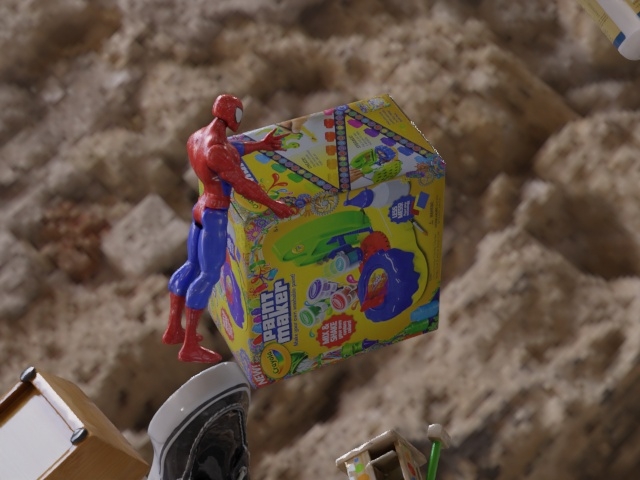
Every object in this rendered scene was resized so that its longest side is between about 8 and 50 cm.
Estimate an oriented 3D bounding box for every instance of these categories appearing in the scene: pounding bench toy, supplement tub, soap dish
[{"bbox_3d":[0.064,0.180,1.205,0.083,0.065,0.052,-31,-45,15],"label":"pounding bench toy"},{"bbox_3d":[0.351,-0.324,1.885,0.144,0.199,0.144,-37,-8,-6],"label":"supplement tub"},{"bbox_3d":[-0.357,0.293,2.035,0.229,0.291,0.118,-44,-60,-9],"label":"soap dish"}]

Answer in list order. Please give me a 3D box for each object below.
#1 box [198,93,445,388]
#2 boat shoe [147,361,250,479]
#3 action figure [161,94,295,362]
[{"bbox_3d":[0.000,0.000,2.155,0.279,0.177,0.290,-17,-47,-17],"label":"box"},{"bbox_3d":[-0.112,0.234,1.617,0.108,0.102,0.301,-22,-29,-33],"label":"boat shoe"},{"bbox_3d":[-0.084,-0.017,1.731,0.139,0.091,0.280,-2,-71,-27],"label":"action figure"}]
